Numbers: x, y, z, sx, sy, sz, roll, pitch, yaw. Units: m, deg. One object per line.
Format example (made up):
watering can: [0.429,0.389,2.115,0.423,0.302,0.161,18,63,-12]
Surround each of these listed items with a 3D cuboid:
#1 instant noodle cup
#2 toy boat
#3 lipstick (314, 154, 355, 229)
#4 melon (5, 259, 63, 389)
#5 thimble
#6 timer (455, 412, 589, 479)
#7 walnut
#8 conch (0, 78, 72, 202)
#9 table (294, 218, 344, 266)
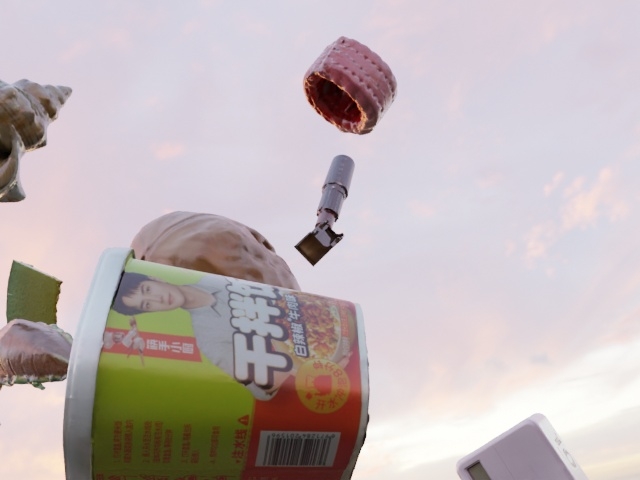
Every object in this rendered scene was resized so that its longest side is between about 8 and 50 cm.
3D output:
instant noodle cup: [-0.113,0.170,0.839,0.307,0.294,0.294,8,-25,-8]
toy boat: [-0.396,0.155,0.967,0.292,0.108,0.099,-13,-53,49]
lipstick: [0.039,-0.132,2.071,0.081,0.300,0.081,9,-42,8]
melon: [-0.562,0.166,1.428,0.113,0.262,0.053,-7,-10,3]
thimble: [0.063,-0.324,1.530,0.189,0.125,0.163,44,-27,-16]
timer: [0.417,0.483,1.463,0.194,0.192,0.195,-37,-21,14]
walnut: [-0.218,0.108,1.479,0.308,0.354,0.398,-52,-36,-1]
conch: [-0.552,-0.139,1.144,0.386,0.203,0.169,-45,-1,-18]
table: [0.000,0.000,1.751,0.082,0.070,0.083,-44,0,38]
